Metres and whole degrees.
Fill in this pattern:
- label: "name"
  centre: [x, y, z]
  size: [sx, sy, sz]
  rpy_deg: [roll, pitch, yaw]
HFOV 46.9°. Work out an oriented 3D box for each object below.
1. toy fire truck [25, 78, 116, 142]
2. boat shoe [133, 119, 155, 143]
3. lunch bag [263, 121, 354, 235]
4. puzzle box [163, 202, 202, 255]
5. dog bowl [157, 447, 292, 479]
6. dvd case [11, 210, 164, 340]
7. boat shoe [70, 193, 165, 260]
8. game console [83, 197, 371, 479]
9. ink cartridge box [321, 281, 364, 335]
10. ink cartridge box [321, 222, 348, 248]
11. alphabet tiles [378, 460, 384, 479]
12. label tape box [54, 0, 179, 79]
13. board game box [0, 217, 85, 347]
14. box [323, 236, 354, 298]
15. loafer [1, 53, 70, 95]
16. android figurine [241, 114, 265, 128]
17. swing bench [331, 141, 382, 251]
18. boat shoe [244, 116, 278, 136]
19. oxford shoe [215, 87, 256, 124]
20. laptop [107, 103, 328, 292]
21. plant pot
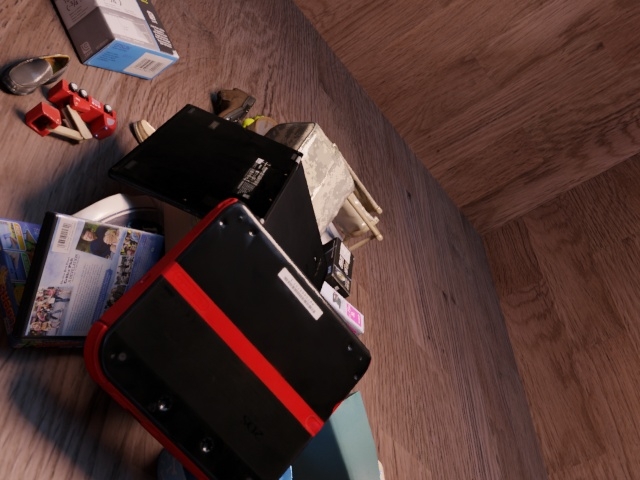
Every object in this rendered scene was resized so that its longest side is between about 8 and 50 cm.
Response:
- label: "toy fire truck"
  centre: [-0.470, -0.234, 1.414]
  size: [0.192, 0.047, 0.135]
  rpy_deg: [33, 35, -49]
- label: "boat shoe"
  centre: [-0.342, -0.203, 1.630]
  size: [0.170, 0.059, 0.063]
  rpy_deg: [53, 23, -17]
- label: "lunch bag"
  centre: [-0.067, -0.095, 1.771]
  size: [0.256, 0.212, 0.305]
  rpy_deg: [47, 64, -32]
- label: "puzzle box"
  centre: [-0.224, 0.092, 1.371]
  size: [0.272, 0.052, 0.409]
  rpy_deg: [75, 3, -51]
- label: "dog bowl"
  centre: [-0.162, 0.389, 1.259]
  size: [0.297, 0.074, 0.166]
  rpy_deg: [15, 49, -61]
- label: "dvd case"
  centre: [-0.339, 0.063, 1.112]
  size: [0.253, 0.022, 0.180]
  rpy_deg: [17, 89, -65]
- label: "boat shoe"
  centre: [-0.330, 0.015, 1.248]
  size: [0.158, 0.127, 0.340]
  rpy_deg: [62, 10, -2]
- label: "game console"
  centre: [-0.130, 0.181, 1.148]
  size: [0.342, 0.060, 0.386]
  rpy_deg: [-48, 112, -24]
- label: "ink cartridge box"
  centre: [-0.068, 0.141, 1.615]
  size: [0.311, 0.185, 0.065]
  rpy_deg: [45, 28, -31]
- label: "ink cartridge box"
  centre: [0.000, 0.000, 2.118]
  size: [0.223, 0.045, 0.224]
  rpy_deg: [58, 23, -4]
- label: "alphabet tiles"
  centre: [0.112, 0.593, 1.653]
  size: [0.284, 0.021, 0.278]
  rpy_deg: [43, 28, -35]
- label: "label tape box"
  centre: [-0.493, -0.548, 1.679]
  size: [0.334, 0.106, 0.240]
  rpy_deg: [63, 22, 8]
- label: "board game box"
  centre: [-0.432, 0.067, 1.136]
  size: [0.136, 0.035, 0.201]
  rpy_deg: [16, 48, -59]
- label: "box"
  centre: [0.001, 0.094, 1.871]
  size: [0.077, 0.147, 0.180]
  rpy_deg: [50, 25, -22]
- label: "loafer"
  centre: [-0.529, -0.318, 1.374]
  size: [0.062, 0.061, 0.170]
  rpy_deg: [54, 24, -16]
- label: "android figurine"
  centre: [-0.138, -0.238, 2.114]
  size: [0.248, 0.056, 0.273]
  rpy_deg: [41, 27, -38]
- label: "swing bench"
  centre: [0.046, -0.120, 2.074]
  size: [0.253, 0.165, 0.255]
  rpy_deg: [52, 24, -22]
- label: "boat shoe"
  centre: [-0.154, -0.164, 1.915]
  size: [0.109, 0.098, 0.302]
  rpy_deg: [2, 79, -41]
- label: "oxford shoe"
  centre: [-0.254, -0.358, 2.008]
  size: [0.096, 0.083, 0.227]
  rpy_deg: [36, 26, -8]
- label: "laptop"
  centre: [-0.160, -0.026, 1.396]
  size: [0.407, 0.236, 0.382]
  rpy_deg: [24, 29, -1]
- label: "plant pot"
  centre: [0.018, 0.450, 1.465]
  size: [0.165, 0.165, 0.234]
  rpy_deg: [-7, 76, -66]
